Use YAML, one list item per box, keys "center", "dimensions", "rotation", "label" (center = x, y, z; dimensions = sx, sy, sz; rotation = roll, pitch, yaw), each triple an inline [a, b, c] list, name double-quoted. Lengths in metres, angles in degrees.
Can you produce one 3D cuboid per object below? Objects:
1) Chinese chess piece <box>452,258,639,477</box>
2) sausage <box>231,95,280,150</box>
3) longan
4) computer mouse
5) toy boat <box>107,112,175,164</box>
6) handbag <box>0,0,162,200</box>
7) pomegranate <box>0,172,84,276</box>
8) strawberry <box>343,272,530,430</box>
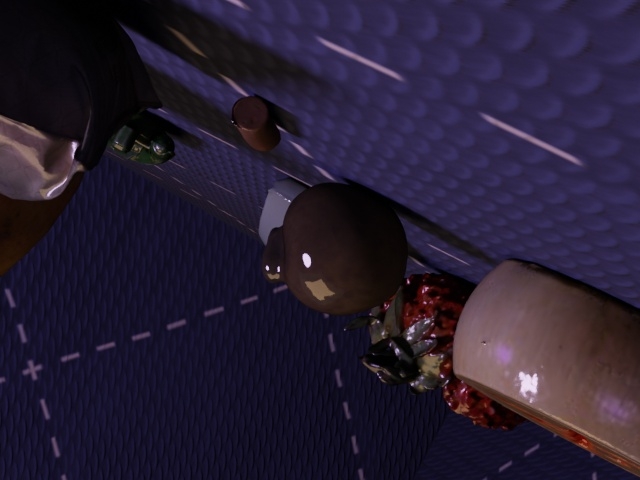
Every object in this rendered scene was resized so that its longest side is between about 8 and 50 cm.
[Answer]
- center: [0.218, 0.109, 1.172]
  dimensions: [0.251, 0.097, 0.251]
  rotation: [28, 176, 2]
  label: "Chinese chess piece"
- center: [-0.042, -0.078, 1.078]
  dimensions: [0.026, 0.026, 0.116]
  rotation: [28, 178, 5]
  label: "sausage"
- center: [0.009, 0.007, 1.246]
  dimensions: [0.119, 0.106, 0.106]
  rotation: [-8, 163, 19]
  label: "longan"
- center: [0.000, 0.000, 1.577]
  dimensions: [0.128, 0.079, 0.231]
  rotation: [26, 174, 6]
  label: "computer mouse"
- center: [-0.202, -0.113, 1.681]
  dimensions: [0.104, 0.052, 0.210]
  rotation: [26, 176, -7]
  label: "toy boat"
- center: [-0.187, -0.104, 0.913]
  dimensions: [0.182, 0.117, 0.270]
  rotation: [26, -168, -5]
  label: "handbag"
- center: [-0.321, -0.084, 1.250]
  dimensions: [0.281, 0.281, 0.281]
  rotation: [28, 177, 2]
  label: "pomegranate"
- center: [0.162, 0.104, 1.626]
  dimensions: [0.286, 0.106, 0.188]
  rotation: [13, -149, -42]
  label: "strawberry"
